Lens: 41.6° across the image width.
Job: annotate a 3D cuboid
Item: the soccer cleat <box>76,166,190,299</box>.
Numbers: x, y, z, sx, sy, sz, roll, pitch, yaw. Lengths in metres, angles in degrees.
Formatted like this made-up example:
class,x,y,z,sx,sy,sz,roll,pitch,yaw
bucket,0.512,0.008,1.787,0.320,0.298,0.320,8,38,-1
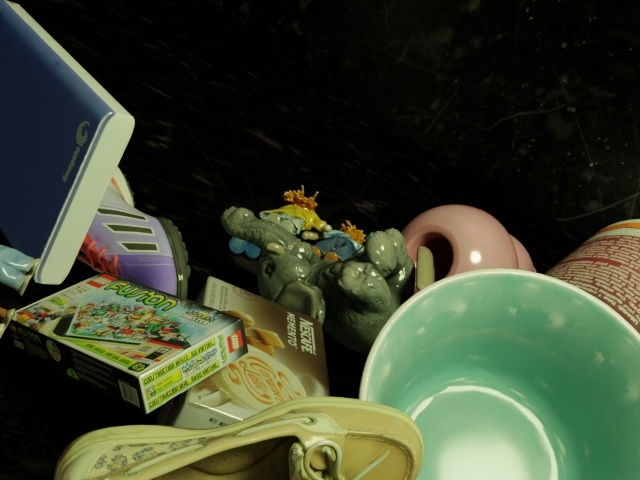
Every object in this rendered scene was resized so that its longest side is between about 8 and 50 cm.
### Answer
class,x,y,z,sx,sy,sz,roll,pitch,yaw
soccer cleat,-0.254,-0.005,0.985,0.116,0.108,0.318,-3,32,-36

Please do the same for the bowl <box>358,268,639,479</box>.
class,x,y,z,sx,sy,sz,roll,pitch,yaw
bowl,0.173,0.201,0.813,0.312,0.163,0.311,5,59,-8

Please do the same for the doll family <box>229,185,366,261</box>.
class,x,y,z,sx,sy,sz,roll,pitch,yaw
doll family,0.000,0.000,1.294,0.263,0.118,0.163,31,18,8

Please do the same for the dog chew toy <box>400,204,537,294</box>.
class,x,y,z,sx,sy,sz,roll,pitch,yaw
dog chew toy,0.261,0.062,1.407,0.332,0.206,0.206,20,18,-51

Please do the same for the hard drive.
class,x,y,z,sx,sy,sz,roll,pitch,yaw
hard drive,-0.343,-0.125,0.982,0.040,0.210,0.319,9,26,-48

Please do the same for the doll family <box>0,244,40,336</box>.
class,x,y,z,sx,sy,sz,roll,pitch,yaw
doll family,-0.318,0.049,0.708,0.111,0.076,0.193,26,31,-14

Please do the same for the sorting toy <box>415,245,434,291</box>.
class,x,y,z,sx,sy,sz,roll,pitch,yaw
sorting toy,0.152,0.123,1.090,0.047,0.195,0.347,-3,16,8

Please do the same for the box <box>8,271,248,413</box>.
class,x,y,z,sx,sy,sz,roll,pitch,yaw
box,-0.177,0.084,0.753,0.207,0.036,0.114,13,29,40

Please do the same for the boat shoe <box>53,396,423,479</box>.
class,x,y,z,sx,sy,sz,roll,pitch,yaw
boat shoe,-0.051,0.185,0.628,0.285,0.104,0.089,-6,10,-13

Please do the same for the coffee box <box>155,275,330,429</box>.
class,x,y,z,sx,sy,sz,roll,pitch,yaw
coffee box,-0.073,0.147,0.814,0.141,0.098,0.246,25,18,-12

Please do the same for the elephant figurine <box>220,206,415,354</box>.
class,x,y,z,sx,sy,sz,roll,pitch,yaw
elephant figurine,-0.007,0.063,1.086,0.240,0.186,0.169,-4,-31,23

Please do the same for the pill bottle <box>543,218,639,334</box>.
class,x,y,z,sx,sy,sz,roll,pitch,yaw
pill bottle,0.351,0.136,1.086,0.224,0.224,0.392,37,42,26
